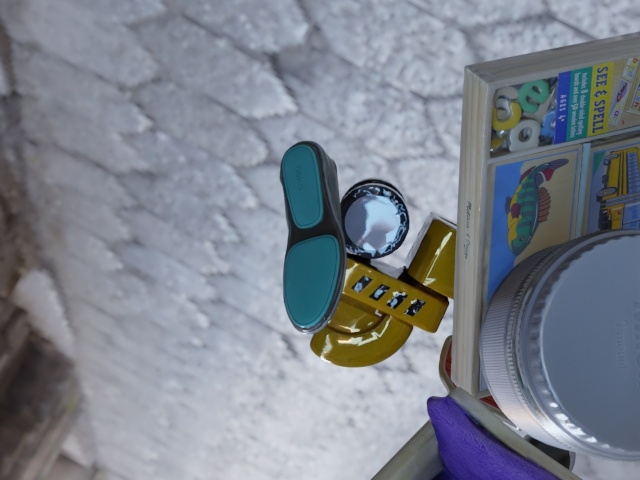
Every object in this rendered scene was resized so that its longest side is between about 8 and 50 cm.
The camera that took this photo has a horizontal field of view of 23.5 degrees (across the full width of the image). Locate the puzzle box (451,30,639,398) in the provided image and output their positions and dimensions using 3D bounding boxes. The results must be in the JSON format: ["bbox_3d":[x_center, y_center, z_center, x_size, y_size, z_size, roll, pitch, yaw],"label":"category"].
[{"bbox_3d":[0.283,-0.026,1.735,0.052,0.272,0.409,-133,35,-52],"label":"puzzle box"}]

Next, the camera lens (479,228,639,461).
[{"bbox_3d":[0.281,0.103,1.512,0.219,0.219,0.274,29,174,-1],"label":"camera lens"}]

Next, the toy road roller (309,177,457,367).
[{"bbox_3d":[0.121,0.073,2.022,0.329,0.240,0.202,25,-174,0],"label":"toy road roller"}]

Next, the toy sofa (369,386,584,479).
[{"bbox_3d":[0.185,0.291,1.234,0.362,0.150,0.177,34,156,30],"label":"toy sofa"}]

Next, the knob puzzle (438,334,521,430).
[{"bbox_3d":[0.239,0.159,2.012,0.213,0.213,0.030,19,127,31],"label":"knob puzzle"}]

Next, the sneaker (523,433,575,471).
[{"bbox_3d":[0.211,0.373,1.923,0.104,0.295,0.147,32,-157,23],"label":"sneaker"}]

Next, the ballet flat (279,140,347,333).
[{"bbox_3d":[0.000,0.000,1.580,0.072,0.213,0.068,-14,155,23],"label":"ballet flat"}]
